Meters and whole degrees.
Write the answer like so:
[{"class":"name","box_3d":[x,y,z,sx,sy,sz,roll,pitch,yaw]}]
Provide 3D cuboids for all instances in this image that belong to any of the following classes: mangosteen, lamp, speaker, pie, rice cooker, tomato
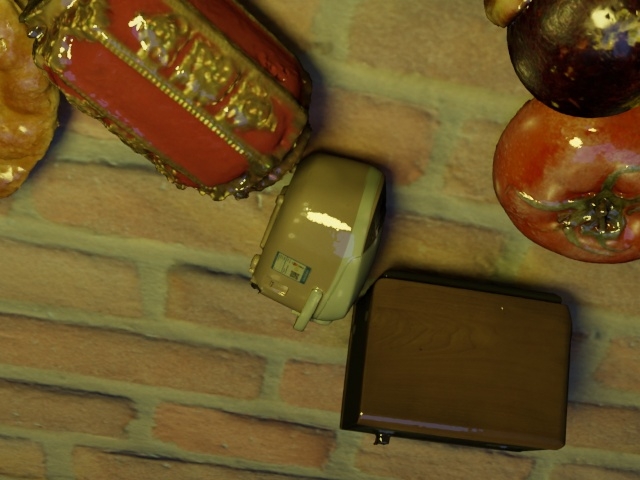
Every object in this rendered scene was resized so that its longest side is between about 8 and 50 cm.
[{"class":"mangosteen","box_3d":[0.229,-0.214,0.845,0.217,0.192,0.192,51,126,9]},{"class":"lamp","box_3d":[-0.132,-0.158,0.912,0.177,0.177,0.274,-33,122,29]},{"class":"speaker","box_3d":[0.153,0.147,1.146,0.231,0.192,0.153,8,166,-6]},{"class":"pie","box_3d":[-0.410,-0.164,0.978,0.340,0.083,0.339,3,132,3]},{"class":"rice cooker","box_3d":[0.000,0.000,1.068,0.127,0.145,0.206,25,134,-4]},{"class":"tomato","box_3d":[0.298,-0.058,1.028,0.237,0.095,0.236,2,134,2]}]
